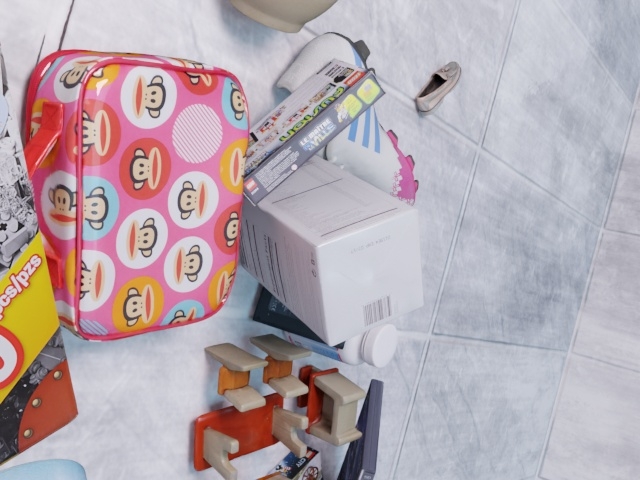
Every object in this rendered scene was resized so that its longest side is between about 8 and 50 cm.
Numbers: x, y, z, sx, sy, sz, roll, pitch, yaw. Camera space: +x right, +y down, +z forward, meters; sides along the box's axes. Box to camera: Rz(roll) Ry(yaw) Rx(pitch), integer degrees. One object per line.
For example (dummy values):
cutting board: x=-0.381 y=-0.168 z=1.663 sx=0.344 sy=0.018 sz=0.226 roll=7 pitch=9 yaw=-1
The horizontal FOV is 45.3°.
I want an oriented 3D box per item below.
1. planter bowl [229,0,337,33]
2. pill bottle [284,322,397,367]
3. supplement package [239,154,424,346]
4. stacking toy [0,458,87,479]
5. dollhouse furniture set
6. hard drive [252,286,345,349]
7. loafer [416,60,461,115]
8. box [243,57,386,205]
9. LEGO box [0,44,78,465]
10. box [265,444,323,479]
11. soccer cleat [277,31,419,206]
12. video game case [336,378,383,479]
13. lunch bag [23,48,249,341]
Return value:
planter bowl: x=-0.045 y=-0.314 z=0.900 sx=0.162 sy=0.162 sz=0.109 roll=-14 pitch=141 yaw=-52
pill bottle: x=0.030 y=0.135 z=1.141 sx=0.087 sy=0.160 sz=0.087 roll=-25 pitch=122 yaw=-48
supplement package: x=0.000 y=0.000 z=0.953 sx=0.139 sy=0.244 sz=0.133 roll=-20 pitch=120 yaw=-23
stacking toy: x=-0.337 y=0.289 z=0.634 sx=0.280 sy=0.130 sz=0.309 roll=-6 pitch=145 yaw=-41
dollhouse furniture set: x=-0.072 y=0.261 z=1.110 sx=0.259 sy=0.135 sz=0.261 roll=-7 pitch=108 yaw=-41
hard drive: x=-0.018 y=0.089 z=1.085 sx=0.022 sy=0.135 sz=0.094 roll=49 pitch=59 yaw=-80
loafer: x=0.208 y=-0.275 z=1.347 sx=0.125 sy=0.045 sz=0.039 roll=-56 pitch=134 yaw=-22
box: x=-0.030 y=-0.136 z=0.933 sx=0.207 sy=0.114 sz=0.036 roll=-41 pitch=120 yaw=-4
LEGO box: x=-0.431 y=0.048 z=0.441 sx=0.500 sy=0.193 sz=0.372 roll=-30 pitch=126 yaw=-46
box: x=-0.078 y=0.454 z=1.207 sx=0.233 sy=0.044 sz=0.159 roll=-36 pitch=129 yaw=-42
soccer cleat: x=0.035 y=-0.139 z=1.111 sx=0.143 sy=0.116 sz=0.331 roll=-45 pitch=132 yaw=-20
video game case: x=0.051 y=0.387 z=1.233 sx=0.196 sy=0.026 sz=0.274 roll=-76 pitch=-179 yaw=-58
lunch bag: x=-0.200 y=-0.045 z=0.792 sx=0.258 sy=0.120 sz=0.292 roll=-8 pitch=109 yaw=-52
